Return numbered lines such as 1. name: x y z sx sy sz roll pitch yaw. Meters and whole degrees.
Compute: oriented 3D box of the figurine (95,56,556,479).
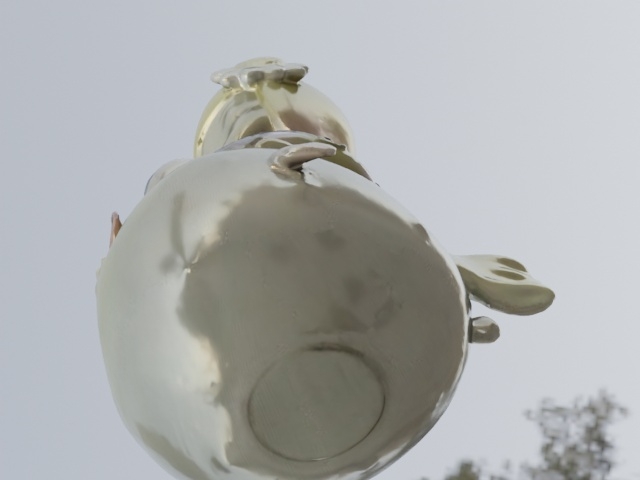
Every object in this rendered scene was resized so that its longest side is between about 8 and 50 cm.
1. figurine: 0.000 0.000 0.888 0.275 0.394 0.226 7 -65 -11
